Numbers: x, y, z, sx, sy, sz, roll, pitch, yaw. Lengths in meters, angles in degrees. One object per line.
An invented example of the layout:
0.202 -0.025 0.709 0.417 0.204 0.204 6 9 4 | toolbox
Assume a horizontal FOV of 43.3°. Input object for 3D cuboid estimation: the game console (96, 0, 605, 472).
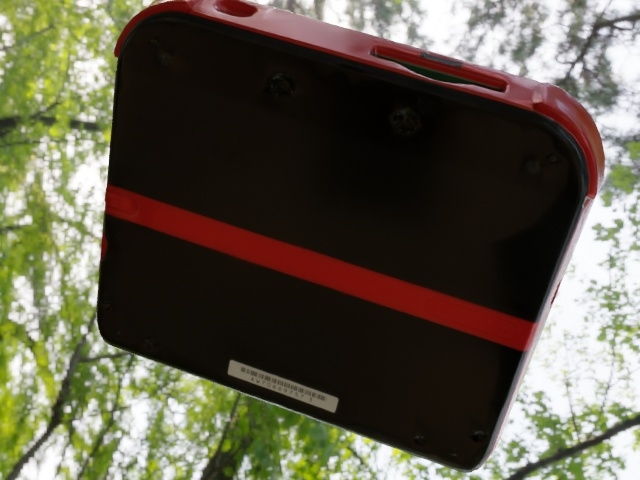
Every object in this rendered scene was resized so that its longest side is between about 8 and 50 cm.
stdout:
0.000 0.000 0.663 0.386 0.060 0.342 18 -59 10 | game console
